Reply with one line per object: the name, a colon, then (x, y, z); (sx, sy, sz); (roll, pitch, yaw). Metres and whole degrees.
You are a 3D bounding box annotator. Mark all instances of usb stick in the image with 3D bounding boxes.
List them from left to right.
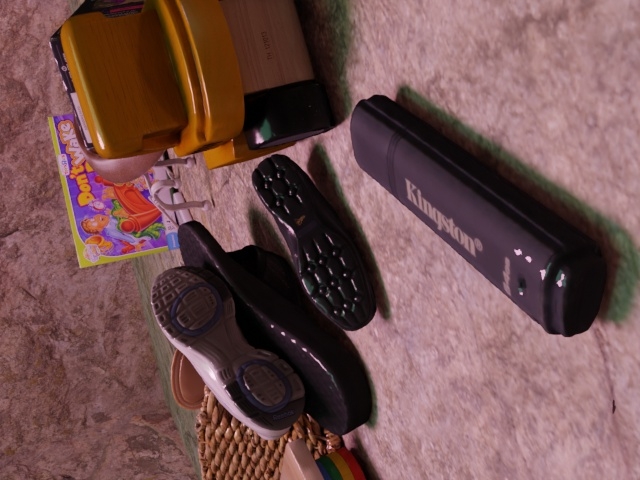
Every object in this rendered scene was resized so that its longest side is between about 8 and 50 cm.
usb stick: (0.100, -0.031, 0.552); (0.278, 0.045, 0.077); (-131, 31, -49)

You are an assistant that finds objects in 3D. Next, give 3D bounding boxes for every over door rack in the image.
over door rack: (-0.298, -0.119, 1.507); (0.324, 0.108, 0.239); (85, 162, -61)

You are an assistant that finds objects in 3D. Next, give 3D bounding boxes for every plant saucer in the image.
plant saucer: (-0.368, -0.261, 1.371); (0.311, 0.050, 0.310); (-7, 79, 39)

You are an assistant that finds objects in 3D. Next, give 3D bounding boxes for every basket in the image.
basket: (-0.074, 0.301, 1.244); (0.299, 0.223, 0.213); (95, -176, -48)

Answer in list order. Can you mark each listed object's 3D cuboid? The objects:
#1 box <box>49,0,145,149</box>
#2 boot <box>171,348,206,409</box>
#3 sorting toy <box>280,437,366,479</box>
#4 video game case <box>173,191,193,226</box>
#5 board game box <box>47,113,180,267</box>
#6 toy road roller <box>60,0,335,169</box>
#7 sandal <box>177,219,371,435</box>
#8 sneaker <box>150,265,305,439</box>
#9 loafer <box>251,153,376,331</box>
box: (-0.272, -0.265, 1.088); (0.270, 0.144, 0.165); (-96, -3, -60)
boot: (-0.228, 0.175, 1.445); (0.220, 0.109, 0.283); (156, 118, -78)
sorting toy: (0.038, 0.425, 1.036); (0.257, 0.090, 0.255); (59, 156, 31)
video game case: (-0.302, 0.009, 1.735); (0.190, 0.022, 0.173); (63, 158, 25)
board game box: (-0.475, -0.128, 1.728); (0.078, 0.234, 0.346); (-174, 72, -73)
toy road roller: (-0.152, -0.180, 0.822); (0.329, 0.241, 0.202); (180, 74, -70)
sandal: (-0.065, 0.107, 1.075); (0.446, 0.107, 0.167); (39, 142, 38)
sneaker: (-0.140, 0.160, 1.022); (0.297, 0.111, 0.129); (50, 152, 24)
loafer: (0.000, 0.000, 0.836); (0.223, 0.076, 0.078); (60, -166, 17)
